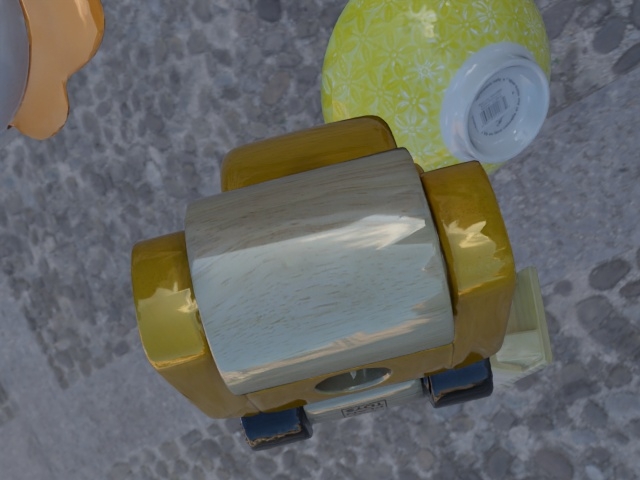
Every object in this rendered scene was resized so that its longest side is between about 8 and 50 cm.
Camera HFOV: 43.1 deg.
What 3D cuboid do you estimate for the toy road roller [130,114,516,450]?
[{"bbox_3d":[0.000,0.000,0.583,0.202,0.329,0.241,-14,67,2],"label":"toy road roller"}]

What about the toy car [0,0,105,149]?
[{"bbox_3d":[-0.210,-0.059,0.383,0.237,0.219,0.211,-11,93,12],"label":"toy car"}]

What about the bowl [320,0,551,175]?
[{"bbox_3d":[0.159,-0.167,0.903,0.156,0.289,0.290,44,133,50],"label":"bowl"}]

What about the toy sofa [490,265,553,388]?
[{"bbox_3d":[0.115,0.106,1.096,0.177,0.362,0.150,-46,40,51],"label":"toy sofa"}]
